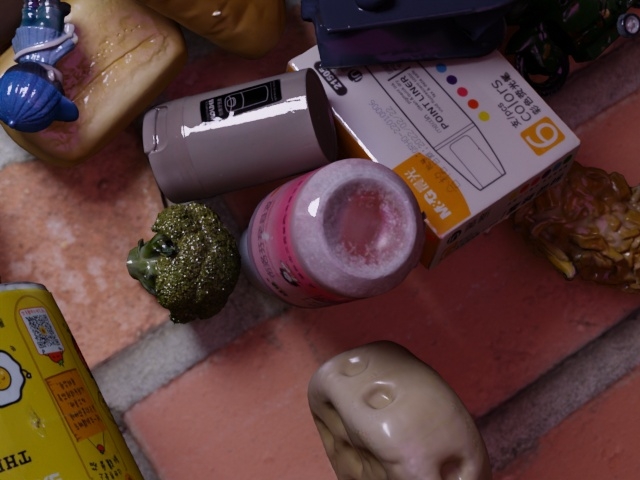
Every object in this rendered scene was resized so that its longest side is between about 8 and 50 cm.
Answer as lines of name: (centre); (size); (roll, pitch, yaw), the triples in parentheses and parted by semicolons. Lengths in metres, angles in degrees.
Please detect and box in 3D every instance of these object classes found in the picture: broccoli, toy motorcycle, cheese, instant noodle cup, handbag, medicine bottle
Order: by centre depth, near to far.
instant noodle cup: (-0.330, 0.199, 1.477); (0.326, 0.325, 0.254); (-17, 80, -22)
medicine bottle: (0.000, 0.000, 1.649); (0.147, 0.247, 0.147); (3, 82, -22)
broccoli: (-0.143, 0.024, 1.668); (0.120, 0.131, 0.130); (3, 96, 17)
cheese: (0.084, 0.220, 1.684); (0.117, 0.218, 0.235); (-28, 61, -20)
handbag: (0.058, -0.353, 1.738); (0.269, 0.118, 0.325); (-9, 64, -14)
toy motorcycle: (0.298, -0.308, 1.878); (0.275, 0.125, 0.187); (-41, 108, -23)

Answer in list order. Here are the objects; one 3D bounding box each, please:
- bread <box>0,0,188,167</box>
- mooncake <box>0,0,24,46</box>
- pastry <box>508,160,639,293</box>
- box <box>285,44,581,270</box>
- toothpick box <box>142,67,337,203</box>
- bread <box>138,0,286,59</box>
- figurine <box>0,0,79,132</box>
bread: (-0.246, -0.177, 1.655); (0.217, 0.098, 0.147); (-43, 96, -16)
mooncake: (-0.370, -0.295, 1.597); (0.235, 0.117, 0.234); (-11, 110, -33)
pastry: (0.323, -0.010, 1.853); (0.250, 0.102, 0.154); (14, 73, -18)
box: (0.121, -0.132, 1.754); (0.221, 0.091, 0.274); (-36, 75, -22)
toothpick box: (-0.083, -0.109, 1.662); (0.181, 0.111, 0.111); (-13, 87, 14)
bread: (-0.150, -0.289, 1.629); (0.305, 0.091, 0.142); (22, 29, -50)
figurine: (-0.279, -0.173, 1.555); (0.077, 0.079, 0.136); (1, 89, 23)
